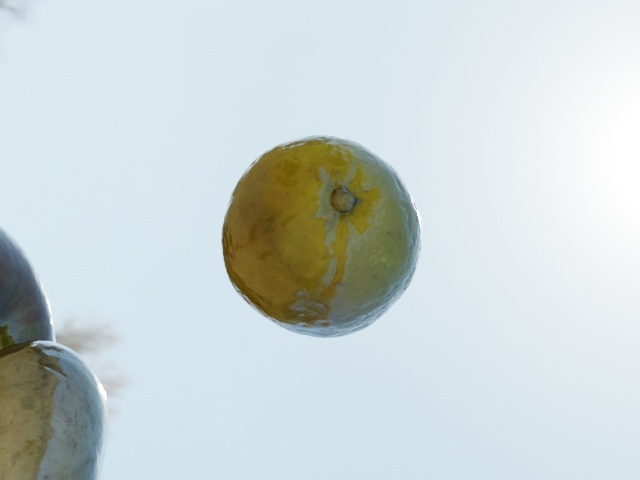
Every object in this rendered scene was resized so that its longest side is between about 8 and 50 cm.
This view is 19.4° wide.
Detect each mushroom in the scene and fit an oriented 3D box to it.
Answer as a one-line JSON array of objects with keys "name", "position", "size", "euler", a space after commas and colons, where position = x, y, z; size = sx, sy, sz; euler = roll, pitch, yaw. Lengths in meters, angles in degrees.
[{"name": "mushroom", "position": [-0.321, 0.198, 1.986], "size": [0.253, 0.195, 0.189], "euler": [-111, -148, -81]}]

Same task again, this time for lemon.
[{"name": "lemon", "position": [0.000, 0.000, 1.579], "size": [0.207, 0.170, 0.170], "euler": [99, -4, -67]}]

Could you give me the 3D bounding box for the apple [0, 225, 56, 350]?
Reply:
[{"name": "apple", "position": [-0.526, 0.132, 2.284], "size": [0.334, 0.400, 0.400], "euler": [-8, -117, 24]}]
